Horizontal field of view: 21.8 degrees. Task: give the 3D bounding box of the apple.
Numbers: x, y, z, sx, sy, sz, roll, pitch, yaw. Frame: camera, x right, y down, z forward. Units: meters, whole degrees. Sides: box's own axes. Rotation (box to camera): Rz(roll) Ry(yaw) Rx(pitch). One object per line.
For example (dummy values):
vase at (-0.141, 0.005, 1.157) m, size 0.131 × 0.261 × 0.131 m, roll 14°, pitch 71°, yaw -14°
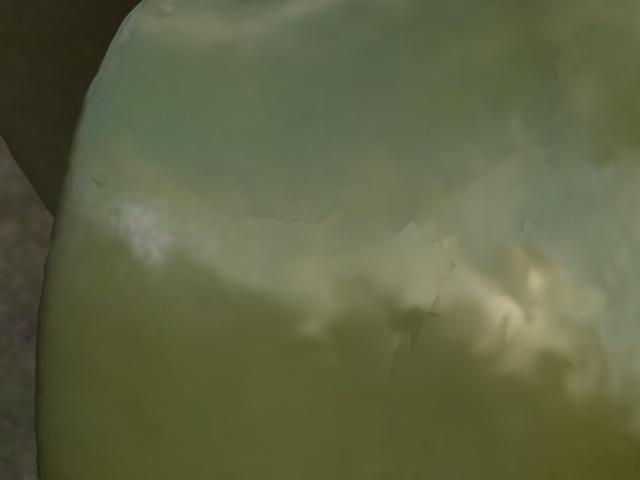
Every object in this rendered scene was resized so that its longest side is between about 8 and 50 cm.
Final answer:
apple at (0.018, -0.010, 0.496) m, size 0.295 × 0.233 × 0.257 m, roll -110°, pitch -177°, yaw -50°
